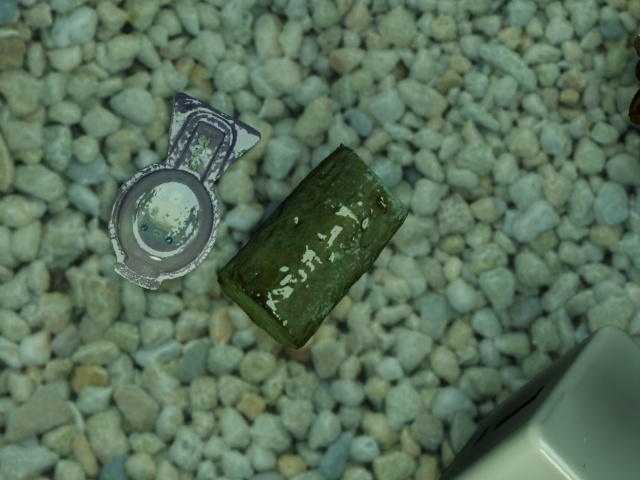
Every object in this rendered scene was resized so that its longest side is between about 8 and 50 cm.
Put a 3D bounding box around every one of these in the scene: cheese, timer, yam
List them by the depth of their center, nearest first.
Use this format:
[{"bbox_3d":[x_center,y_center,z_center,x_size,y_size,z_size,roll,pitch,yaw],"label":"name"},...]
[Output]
[{"bbox_3d":[0.238,0.228,1.778,0.192,0.195,0.194,45,43,0],"label":"timer"},{"bbox_3d":[0.000,0.000,1.854,0.107,0.107,0.194,42,75,-1],"label":"yam"},{"bbox_3d":[-0.138,-0.043,1.869,0.105,0.042,0.191,26,75,-6],"label":"cheese"}]

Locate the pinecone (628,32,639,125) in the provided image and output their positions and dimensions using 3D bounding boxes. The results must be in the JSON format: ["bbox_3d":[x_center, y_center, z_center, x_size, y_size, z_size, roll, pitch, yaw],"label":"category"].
[{"bbox_3d":[0.449,-0.149,1.888,0.298,0.242,0.296,-20,82,-18],"label":"pinecone"}]
